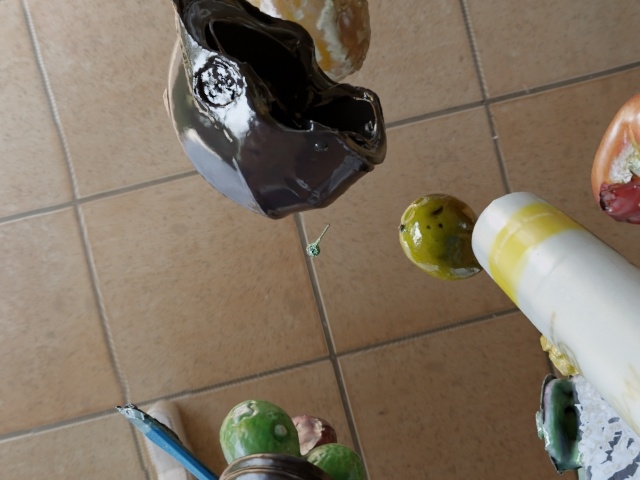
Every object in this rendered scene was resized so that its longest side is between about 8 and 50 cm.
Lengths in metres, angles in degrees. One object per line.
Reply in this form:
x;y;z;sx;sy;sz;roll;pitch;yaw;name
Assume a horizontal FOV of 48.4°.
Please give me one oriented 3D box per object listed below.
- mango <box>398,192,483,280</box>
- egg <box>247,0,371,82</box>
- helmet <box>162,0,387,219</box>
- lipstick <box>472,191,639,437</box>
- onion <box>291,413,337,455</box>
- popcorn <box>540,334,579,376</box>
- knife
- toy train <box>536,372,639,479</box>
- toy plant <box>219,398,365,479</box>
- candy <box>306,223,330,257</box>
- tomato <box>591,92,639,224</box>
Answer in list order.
0.169;0.001;0.932;0.161;0.076;0.103;32;92;-40;mango
-0.025;-0.349;1.112;0.233;0.195;0.194;35;90;-24;egg
-0.077;-0.149;0.839;0.305;0.225;0.177;40;122;1;helmet
0.147;0.050;0.322;0.059;0.264;0.059;-6;116;-12;lipstick
-0.025;0.361;1.123;0.150;0.150;0.140;-34;104;-1;onion
0.557;0.178;1.432;0.250;0.250;0.190;-42;70;0;popcorn
-0.220;0.363;1.181;0.044;0.026;0.296;-33;109;32;knife
0.335;0.258;0.720;0.174;0.249;0.307;-13;63;31;toy train
-0.054;0.335;0.970;0.218;0.235;0.175;21;125;3;toy plant
0.000;0.000;1.237;0.023;0.083;0.025;2;52;-32;candy
0.444;-0.124;0.869;0.201;0.233;0.139;7;64;-21;tomato
